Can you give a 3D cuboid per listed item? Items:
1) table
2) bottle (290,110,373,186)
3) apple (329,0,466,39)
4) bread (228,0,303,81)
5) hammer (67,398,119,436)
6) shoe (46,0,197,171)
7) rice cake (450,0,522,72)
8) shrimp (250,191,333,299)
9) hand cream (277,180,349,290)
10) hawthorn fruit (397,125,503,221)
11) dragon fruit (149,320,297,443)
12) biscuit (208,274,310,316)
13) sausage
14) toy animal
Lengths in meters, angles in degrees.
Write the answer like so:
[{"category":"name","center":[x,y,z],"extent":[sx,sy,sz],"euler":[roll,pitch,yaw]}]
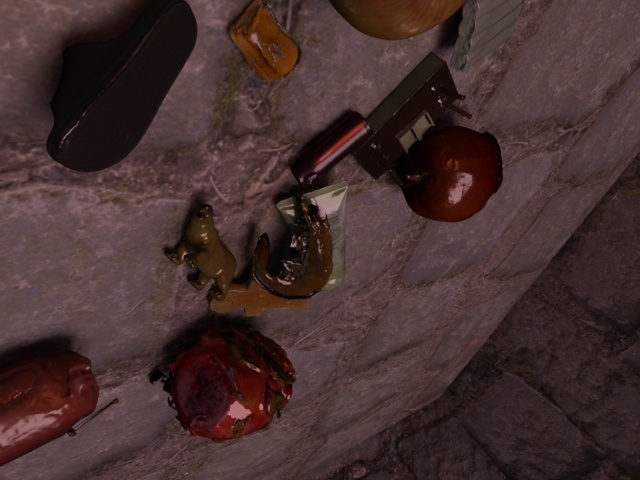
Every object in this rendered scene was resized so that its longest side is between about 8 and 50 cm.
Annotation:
[{"category":"table","center":[0.180,-0.218,0.975],"extent":[0.240,0.111,0.121],"euler":[-45,148,7]},{"category":"bottle","center":[0.018,-0.164,0.920],"extent":[0.164,0.060,0.060],"euler":[-39,149,0]},{"category":"apple","center":[0.097,-0.384,0.601],"extent":[0.261,0.194,0.260],"euler":[-29,146,-22]},{"category":"bread","center":[-0.073,-0.271,0.697],"extent":[0.072,0.053,0.106],"euler":[-46,143,3]},{"category":"hammer","center":[-0.503,0.392,1.112],"extent":[0.123,0.014,0.029],"euler":[-37,157,-11]},{"category":"shoe","center":[-0.245,-0.193,0.593],"extent":[0.241,0.093,0.108],"euler":[-59,168,-11]},{"category":"rice cake","center":[0.311,-0.412,0.904],"extent":[0.198,0.037,0.189],"euler":[-43,153,-23]},{"category":"shrimp","center":[-0.060,0.024,0.992],"extent":[0.173,0.058,0.253],"euler":[-12,128,-1]},{"category":"hand cream","center":[0.000,0.000,1.076],"extent":[0.147,0.093,0.305],"euler":[-18,144,-7]},{"category":"hawthorn fruit","center":[0.269,-0.138,1.084],"extent":[0.250,0.215,0.215],"euler":[-12,139,-44]},{"category":"dragon fruit","center":[-0.196,0.326,1.146],"extent":[0.269,0.250,0.291],"euler":[-41,164,11]},{"category":"biscuit","center":[-0.127,0.115,1.096],"extent":[0.234,0.030,0.153],"euler":[-6,139,-19]},{"category":"sausage","center":[-0.515,0.286,0.836],"extent":[0.280,0.152,0.152],"euler":[-25,146,-24]},{"category":"toy animal","center":[-0.205,0.022,0.904],"extent":[0.101,0.103,0.218],"euler":[-51,150,-20]}]
